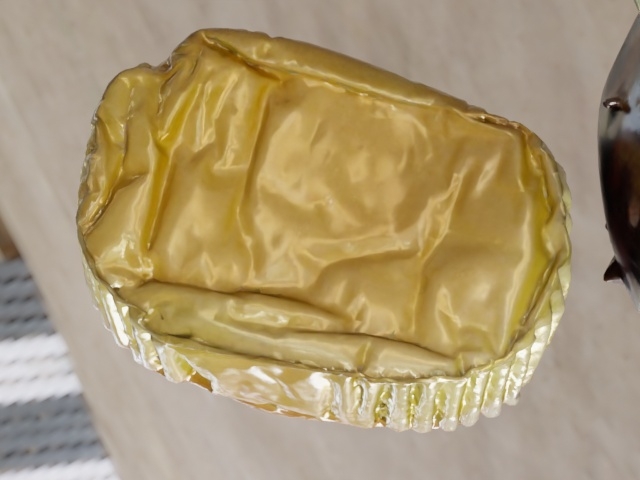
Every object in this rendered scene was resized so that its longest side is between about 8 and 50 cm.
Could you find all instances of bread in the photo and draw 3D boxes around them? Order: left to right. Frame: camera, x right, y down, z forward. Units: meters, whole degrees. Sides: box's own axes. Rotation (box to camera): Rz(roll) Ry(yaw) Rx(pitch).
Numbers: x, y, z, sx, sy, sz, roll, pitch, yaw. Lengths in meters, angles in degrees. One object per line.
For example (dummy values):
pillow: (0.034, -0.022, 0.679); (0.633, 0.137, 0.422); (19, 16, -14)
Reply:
bread: (0.000, 0.000, 0.988); (0.133, 0.250, 0.179); (87, -166, -65)

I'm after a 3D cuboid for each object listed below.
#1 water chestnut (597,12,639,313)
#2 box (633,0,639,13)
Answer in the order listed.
water chestnut: (0.278, -0.026, 0.917); (0.300, 0.300, 0.300); (53, 161, 26)
box: (0.305, -0.061, 0.464); (0.344, 0.352, 0.177); (37, -153, -39)
